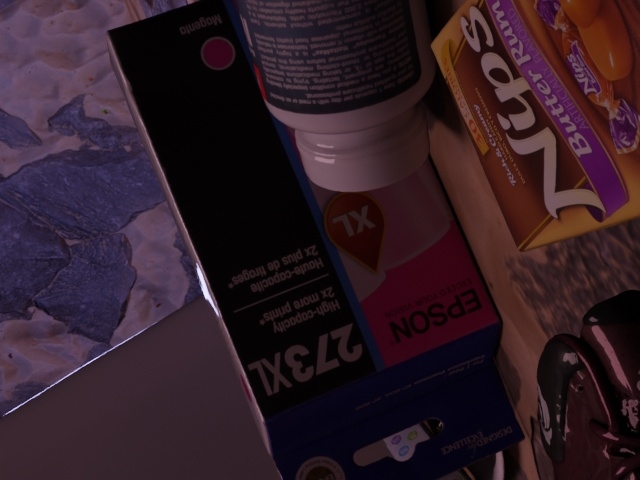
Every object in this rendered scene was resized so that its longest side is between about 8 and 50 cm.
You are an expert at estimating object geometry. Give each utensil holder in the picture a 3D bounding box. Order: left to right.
[{"bbox_3d":[-0.113,0.228,1.079,0.327,0.386,0.327,57,169,18],"label":"utensil holder"}]

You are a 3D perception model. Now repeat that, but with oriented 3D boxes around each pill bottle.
[{"bbox_3d":[0.010,-0.123,0.599,0.108,0.108,0.180,-125,17,-54],"label":"pill bottle"}]

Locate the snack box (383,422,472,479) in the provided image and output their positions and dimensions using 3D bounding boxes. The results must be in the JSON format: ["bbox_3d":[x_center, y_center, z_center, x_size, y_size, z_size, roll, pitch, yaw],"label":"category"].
[{"bbox_3d":[0.105,0.203,0.862,0.141,0.037,0.100,50,179,-32],"label":"snack box"}]

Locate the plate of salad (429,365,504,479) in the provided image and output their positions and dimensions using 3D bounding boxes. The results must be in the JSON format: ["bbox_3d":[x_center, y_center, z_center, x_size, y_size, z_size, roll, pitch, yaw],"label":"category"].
[{"bbox_3d":[0.091,0.112,0.841,0.200,0.048,0.199,159,90,-80],"label":"plate of salad"}]

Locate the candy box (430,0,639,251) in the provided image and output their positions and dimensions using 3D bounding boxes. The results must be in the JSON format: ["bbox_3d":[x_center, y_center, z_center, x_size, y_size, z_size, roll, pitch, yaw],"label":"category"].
[{"bbox_3d":[0.105,-0.061,0.393,0.187,0.053,0.109,136,111,-81],"label":"candy box"}]

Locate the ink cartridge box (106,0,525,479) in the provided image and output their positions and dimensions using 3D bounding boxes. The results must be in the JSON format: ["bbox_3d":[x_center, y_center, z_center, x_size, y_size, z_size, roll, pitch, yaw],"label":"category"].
[{"bbox_3d":[0.000,0.000,0.717,0.069,0.176,0.370,136,112,-79],"label":"ink cartridge box"}]

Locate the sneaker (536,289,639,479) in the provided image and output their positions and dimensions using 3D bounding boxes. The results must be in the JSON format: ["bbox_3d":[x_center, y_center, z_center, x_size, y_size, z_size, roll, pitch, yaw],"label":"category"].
[{"bbox_3d":[0.144,0.104,0.389,0.281,0.106,0.162,-151,44,-76],"label":"sneaker"}]
